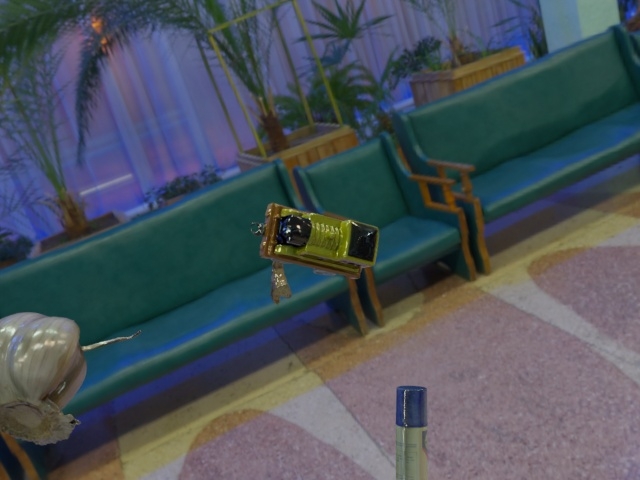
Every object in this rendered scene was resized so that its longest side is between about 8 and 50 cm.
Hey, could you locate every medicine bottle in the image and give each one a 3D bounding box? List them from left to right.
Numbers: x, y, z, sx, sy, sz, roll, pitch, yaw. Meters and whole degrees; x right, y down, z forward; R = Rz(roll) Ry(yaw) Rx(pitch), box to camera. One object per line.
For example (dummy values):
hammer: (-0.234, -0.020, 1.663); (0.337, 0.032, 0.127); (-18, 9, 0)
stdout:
medicine bottle: (0.163, 0.380, 1.152); (0.059, 0.231, 0.059); (1, -4, 0)

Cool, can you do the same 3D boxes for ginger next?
ginger: (-0.074, 0.077, 1.148); (0.030, 0.097, 0.048); (-14, 30, -38)

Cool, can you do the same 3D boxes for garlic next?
garlic: (-0.404, 0.215, 1.004); (0.256, 0.207, 0.207); (8, 0, -38)

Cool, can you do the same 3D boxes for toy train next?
toy train: (0.000, 0.000, 1.003); (0.219, 0.089, 0.127); (15, -14, -27)
